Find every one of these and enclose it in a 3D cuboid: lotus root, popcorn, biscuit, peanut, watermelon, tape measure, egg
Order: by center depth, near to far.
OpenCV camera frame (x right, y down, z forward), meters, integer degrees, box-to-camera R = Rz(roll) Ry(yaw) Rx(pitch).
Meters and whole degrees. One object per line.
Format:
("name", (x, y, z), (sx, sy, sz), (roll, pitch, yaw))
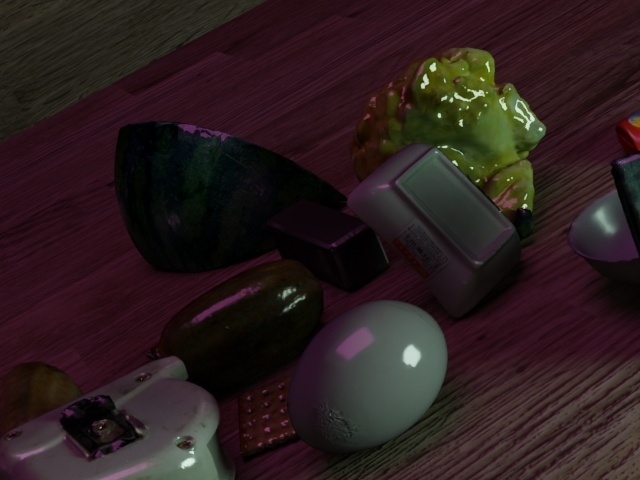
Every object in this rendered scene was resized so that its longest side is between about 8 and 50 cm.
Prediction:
("egg", (0.051, 0.150, 1.321), (0.198, 0.146, 0.146), (-36, 25, -9))
("tape measure", (-0.226, 0.248, 1.370), (0.258, 0.130, 0.265), (-22, 22, -27))
("biscuit", (0.008, 0.184, 1.454), (0.231, 0.016, 0.139), (-22, 24, 5))
("lotus root", (-0.103, 0.111, 1.579), (0.241, 0.124, 0.123), (-31, 16, -16))
("peanut", (-0.365, 0.240, 1.586), (0.110, 0.120, 0.236), (-58, 29, 8))
("popcorn", (0.176, -0.141, 1.694), (0.293, 0.293, 0.237), (-18, 5, 14))
("watermelon", (-0.180, -0.046, 1.973), (0.292, 0.319, 0.222), (6, 72, 60))

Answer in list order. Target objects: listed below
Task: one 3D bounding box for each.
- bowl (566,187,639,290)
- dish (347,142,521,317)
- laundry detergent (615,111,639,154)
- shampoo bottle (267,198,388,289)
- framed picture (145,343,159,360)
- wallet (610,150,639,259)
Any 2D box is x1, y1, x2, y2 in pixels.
("bowl", (0.387, 0.005, 1.379), (0.189, 0.086, 0.189), (-22, 22, 9))
("dish", (0.157, -0.029, 1.511), (0.151, 0.212, 0.077), (-40, -6, -32))
("laundry detergent", (0.503, -0.169, 1.678), (0.165, 0.049, 0.097), (-24, 30, -1))
("shampoo bottle", (0.000, 0.000, 1.769), (0.079, 0.080, 0.246), (-32, 25, -20))
("framed picture", (-0.206, 0.148, 1.748), (0.089, 0.007, 0.066), (-36, 26, -26))
("wallet", (0.483, -0.045, 1.200), (0.342, 0.237, 0.075), (-23, 21, 3))
